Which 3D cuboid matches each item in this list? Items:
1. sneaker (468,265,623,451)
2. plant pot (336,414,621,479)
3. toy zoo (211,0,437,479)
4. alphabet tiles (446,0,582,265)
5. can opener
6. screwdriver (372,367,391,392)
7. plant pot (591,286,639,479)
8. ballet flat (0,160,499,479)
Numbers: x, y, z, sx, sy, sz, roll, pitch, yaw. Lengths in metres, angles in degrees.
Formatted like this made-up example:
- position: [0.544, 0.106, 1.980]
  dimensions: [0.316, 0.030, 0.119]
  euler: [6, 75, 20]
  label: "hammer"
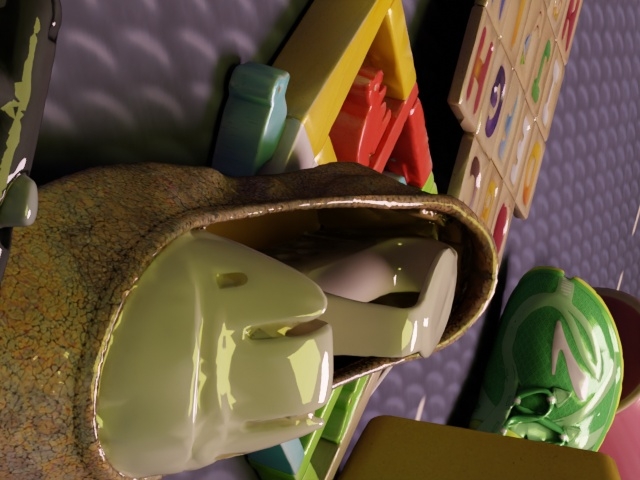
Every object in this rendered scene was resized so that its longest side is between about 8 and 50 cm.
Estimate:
- position: [0.152, 0.167, 1.283]
  dimensions: [0.123, 0.109, 0.295]
  euler: [-13, 119, -73]
  label: "sneaker"
- position: [0.081, 0.221, 0.971]
  dimensions: [0.212, 0.212, 0.187]
  euler: [96, 5, -59]
  label: "plant pot"
- position: [0.000, 0.000, 0.827]
  dimensions: [0.293, 0.030, 0.192]
  euler: [72, 39, -60]
  label: "toy zoo"
- position: [0.135, -0.151, 1.058]
  dimensions: [0.285, 0.011, 0.342]
  euler: [43, 62, -72]
  label: "alphabet tiles"
- position: [-0.109, 0.010, 0.461]
  dimensions: [0.073, 0.059, 0.186]
  euler: [36, 64, -71]
  label: "can opener"
- position: [0.066, 0.055, 1.073]
  dimensions: [0.170, 0.025, 0.024]
  euler: [-55, 154, -44]
  label: "screwdriver"
- position: [0.247, 0.139, 1.432]
  dimensions: [0.201, 0.201, 0.180]
  euler: [-64, 145, -25]
  label: "plant pot"
- position: [-0.025, 0.024, 0.605]
  dimensions: [0.316, 0.106, 0.107]
  euler: [-22, 122, -57]
  label: "ballet flat"
